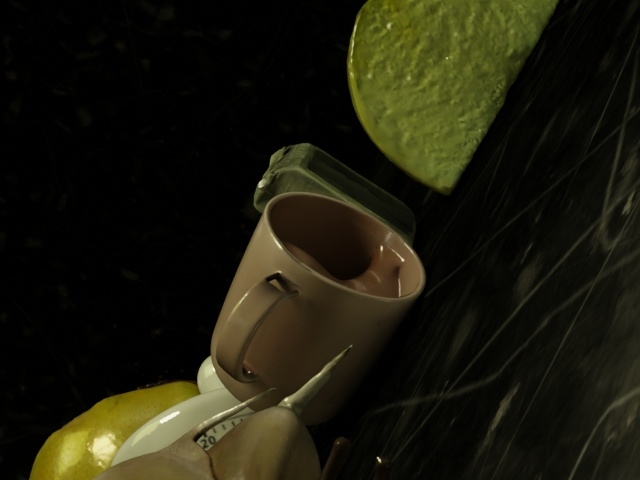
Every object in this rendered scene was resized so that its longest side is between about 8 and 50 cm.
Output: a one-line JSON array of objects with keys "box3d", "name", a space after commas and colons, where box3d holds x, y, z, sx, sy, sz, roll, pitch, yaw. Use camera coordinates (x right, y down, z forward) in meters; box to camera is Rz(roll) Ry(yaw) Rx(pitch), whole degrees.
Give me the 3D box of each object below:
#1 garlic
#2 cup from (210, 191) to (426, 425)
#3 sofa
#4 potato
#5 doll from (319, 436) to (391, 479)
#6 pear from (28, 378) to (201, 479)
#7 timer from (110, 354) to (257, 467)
[{"box3d": [-0.119, 0.251, 1.342, 0.340, 0.232, 0.245, -74, 9, -54], "name": "garlic"}, {"box3d": [-0.028, 0.088, 1.506, 0.253, 0.191, 0.200, -22, -36, -57], "name": "cup"}, {"box3d": [0.000, 0.000, 1.822, 0.176, 0.225, 0.210, -56, 6, 15], "name": "sofa"}, {"box3d": [0.134, -0.227, 1.802, 0.330, 0.213, 0.280, -60, 3, -9], "name": "potato"}, {"box3d": [-0.005, 0.250, 1.056, 0.139, 0.057, 0.165, -67, 2, -46], "name": "doll"}, {"box3d": [-0.280, 0.425, 2.221, 0.386, 0.340, 0.191, -44, 34, 11], "name": "pear"}, {"box3d": [-0.139, 0.249, 1.659, 0.234, 0.240, 0.233, -22, -27, -12], "name": "timer"}]
